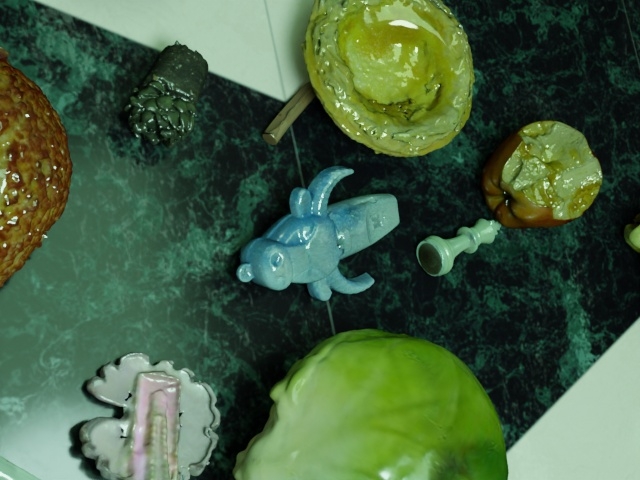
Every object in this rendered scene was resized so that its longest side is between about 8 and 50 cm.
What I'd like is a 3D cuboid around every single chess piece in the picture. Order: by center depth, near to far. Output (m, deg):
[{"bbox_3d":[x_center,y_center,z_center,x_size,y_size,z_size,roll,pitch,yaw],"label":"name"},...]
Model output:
[{"bbox_3d":[0.211,0.000,1.558,0.149,0.059,0.059,-26,90,-33],"label":"chess piece"}]

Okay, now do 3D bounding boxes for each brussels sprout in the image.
[{"bbox_3d":[0.067,0.277,1.323,0.344,0.268,0.344,2,65,-4],"label":"brussels sprout"}]

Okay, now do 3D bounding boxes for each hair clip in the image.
[{"bbox_3d":[-0.200,0.272,1.258,0.173,0.069,0.300,15,42,-22],"label":"hair clip"}]

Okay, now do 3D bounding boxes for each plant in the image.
[{"bbox_3d":[-0.202,-0.187,1.390,0.094,0.092,0.143,30,59,-23],"label":"plant"}]

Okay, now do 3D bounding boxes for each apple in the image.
[{"bbox_3d":[0.319,-0.092,1.577,0.158,0.147,0.156,-25,94,-10],"label":"apple"}]

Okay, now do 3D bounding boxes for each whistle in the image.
[{"bbox_3d":[0.000,0.000,1.437,0.269,0.093,0.180,-24,113,-27],"label":"whistle"}]

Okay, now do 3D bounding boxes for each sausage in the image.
[{"bbox_3d":[-0.040,-0.181,1.498,0.026,0.026,0.116,43,64,-10],"label":"sausage"}]

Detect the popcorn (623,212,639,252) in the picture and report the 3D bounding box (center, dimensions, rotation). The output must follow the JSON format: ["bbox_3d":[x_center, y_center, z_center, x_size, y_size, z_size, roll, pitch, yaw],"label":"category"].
[{"bbox_3d":[0.611,0.001,1.653,0.286,0.215,0.252,-42,103,-23],"label":"popcorn"}]

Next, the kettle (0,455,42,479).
[{"bbox_3d":[-0.314,0.406,1.140,0.318,0.205,0.265,35,69,-11],"label":"kettle"}]

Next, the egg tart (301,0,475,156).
[{"bbox_3d":[0.090,-0.251,1.522,0.288,0.118,0.288,5,77,-22],"label":"egg tart"}]

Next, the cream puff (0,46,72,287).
[{"bbox_3d":[-0.440,-0.090,1.183,0.350,0.229,0.350,7,74,-26],"label":"cream puff"}]
